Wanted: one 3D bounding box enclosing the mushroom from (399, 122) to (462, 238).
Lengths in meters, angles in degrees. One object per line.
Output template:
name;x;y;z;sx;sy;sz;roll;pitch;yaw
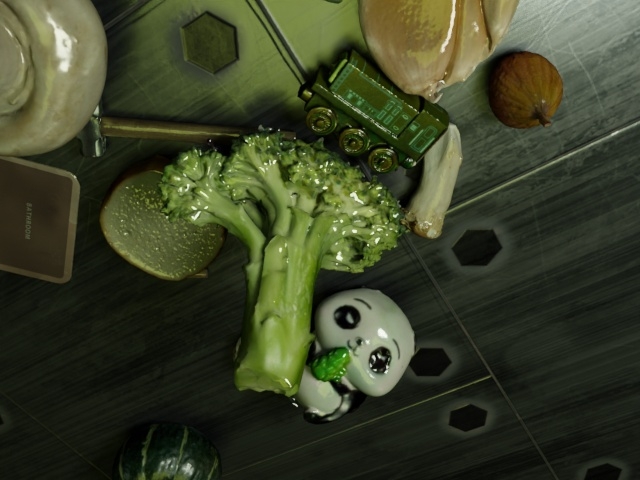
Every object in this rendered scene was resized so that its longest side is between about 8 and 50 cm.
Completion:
mushroom;0.193;-0.104;1.033;0.071;0.084;0.209;-15;128;-42

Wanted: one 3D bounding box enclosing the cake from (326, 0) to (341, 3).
cake;-0.044;-0.439;0.758;0.284;0.172;0.158;30;117;-15

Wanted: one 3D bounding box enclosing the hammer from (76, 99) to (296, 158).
hammer;-0.224;-0.184;1.010;0.366;0.043;0.111;4;122;-3

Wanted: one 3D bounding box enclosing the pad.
pad;-0.549;-0.035;1.135;0.176;0.002;0.266;15;123;-8

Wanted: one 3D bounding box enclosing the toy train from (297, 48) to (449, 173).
toy train;0.080;-0.201;0.947;0.226;0.090;0.137;30;127;-17

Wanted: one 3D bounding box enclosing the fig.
fig;0.310;-0.208;0.921;0.119;0.152;0.119;11;152;6

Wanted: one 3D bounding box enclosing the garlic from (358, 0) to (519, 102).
garlic;0.162;-0.325;0.866;0.217;0.110;0.227;17;116;4

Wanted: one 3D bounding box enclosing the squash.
squash;-0.359;0.543;1.410;0.252;0.165;0.252;-1;123;-1

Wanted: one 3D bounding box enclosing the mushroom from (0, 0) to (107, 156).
mushroom;-0.456;-0.250;0.815;0.298;0.290;0.297;3;112;7

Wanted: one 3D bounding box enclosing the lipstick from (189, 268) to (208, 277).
lipstick;-0.268;0.064;1.182;0.094;0.019;0.019;0;123;2

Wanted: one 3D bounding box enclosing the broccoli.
broccoli;-0.022;0.024;0.947;0.353;0.397;0.274;-24;151;-9

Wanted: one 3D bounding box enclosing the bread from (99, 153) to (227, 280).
bread;-0.279;-0.038;1.085;0.236;0.070;0.236;0;124;0

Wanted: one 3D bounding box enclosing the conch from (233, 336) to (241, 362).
conch;-0.122;0.249;1.278;0.104;0.094;0.176;-36;143;8

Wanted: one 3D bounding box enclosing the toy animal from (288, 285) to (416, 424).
toy animal;0.048;0.218;1.161;0.213;0.212;0.267;33;122;-18
